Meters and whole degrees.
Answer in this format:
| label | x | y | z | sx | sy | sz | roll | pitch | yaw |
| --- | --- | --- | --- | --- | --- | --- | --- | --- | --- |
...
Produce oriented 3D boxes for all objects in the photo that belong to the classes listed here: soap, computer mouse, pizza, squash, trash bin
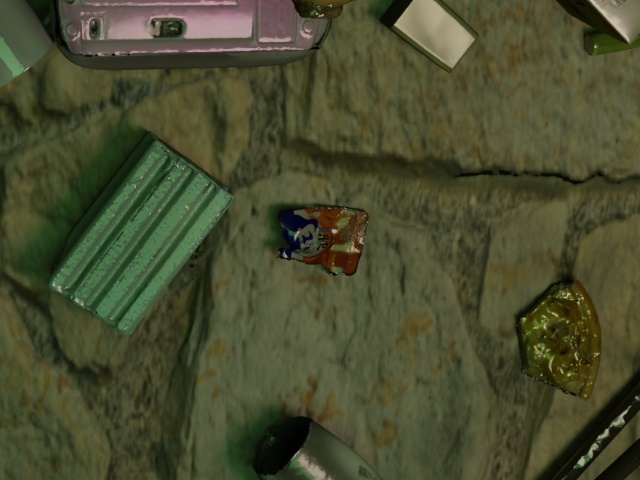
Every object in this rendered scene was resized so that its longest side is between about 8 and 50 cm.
| label | x | y | z | sx | sy | sz | roll | pitch | yaw |
| --- | --- | --- | --- | --- | --- | --- | --- | --- | --- |
| soap | -0.197 | -0.006 | 1.874 | 0.114 | 0.063 | 0.198 | 37 | 95 | -20 |
| computer mouse | -0.134 | -0.255 | 1.804 | 0.310 | 0.072 | 0.158 | -4 | 104 | -22 |
| pizza | 0.287 | 0.124 | 2.061 | 0.099 | 0.036 | 0.160 | -12 | 110 | -11 |
| squash | 0.344 | -0.230 | 1.970 | 0.083 | 0.027 | 0.027 | -11 | 110 | -12 |
| trash bin | 0.122 | -0.234 | 1.900 | 0.092 | 0.043 | 0.061 | 36 | 95 | -23 |

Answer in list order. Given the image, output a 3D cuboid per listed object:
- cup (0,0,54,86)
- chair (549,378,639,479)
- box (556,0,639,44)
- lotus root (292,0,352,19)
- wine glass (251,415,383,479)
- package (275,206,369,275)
| label | x | y | z | sx | sy | sz | roll | pitch | yaw |
| --- | --- | --- | --- | --- | --- | --- | --- | --- | --- |
| cup | -0.337 | -0.237 | 1.758 | 0.099 | 0.136 | 0.133 | -17 | 118 | 37 |
| chair | 0.394 | 0.360 | 1.981 | 0.410 | 0.362 | 0.364 | -37 | 90 | 12 |
| box | 0.234 | -0.327 | 1.829 | 0.062 | 0.175 | 0.260 | -46 | 112 | 4 |
| lotus root | 0.020 | -0.369 | 1.751 | 0.131 | 0.146 | 0.303 | 1 | 81 | 15 |
| wine glass | 0.016 | 0.296 | 2.001 | 0.111 | 0.111 | 0.204 | -43 | 113 | 1 |
| package | -0.001 | -0.001 | 1.948 | 0.111 | 0.033 | 0.077 | 4 | 83 | -30 |
